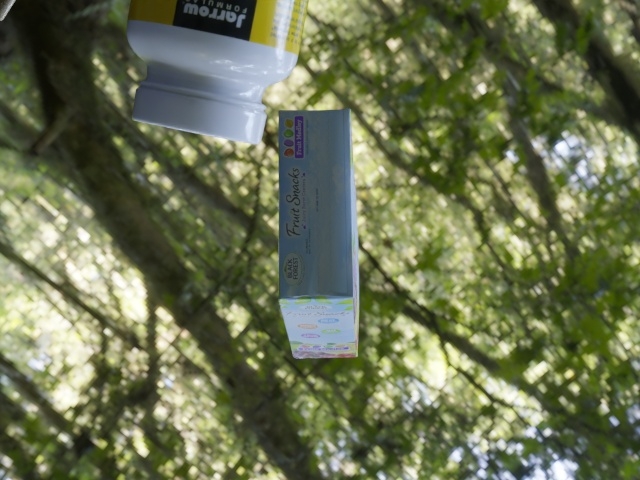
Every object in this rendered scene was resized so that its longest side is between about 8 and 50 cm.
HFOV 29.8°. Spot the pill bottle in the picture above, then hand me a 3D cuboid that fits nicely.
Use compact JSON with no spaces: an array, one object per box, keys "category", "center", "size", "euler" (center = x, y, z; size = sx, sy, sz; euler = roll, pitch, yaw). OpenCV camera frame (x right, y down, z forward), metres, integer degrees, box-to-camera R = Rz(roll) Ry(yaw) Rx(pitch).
[{"category":"pill bottle","center":[-0.102,-0.279,1.282],"size":[0.188,0.188,0.334],"euler":[16,-82,50]}]

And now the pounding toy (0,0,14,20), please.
[{"category":"pounding toy","center":[-0.430,-0.369,1.488],"size":[0.206,0.094,0.181],"euler":[-16,-106,-8]}]

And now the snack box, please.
[{"category":"snack box","center":[0.000,0.000,1.096],"size":[0.070,0.207,0.174],"euler":[-1,-110,1]}]
